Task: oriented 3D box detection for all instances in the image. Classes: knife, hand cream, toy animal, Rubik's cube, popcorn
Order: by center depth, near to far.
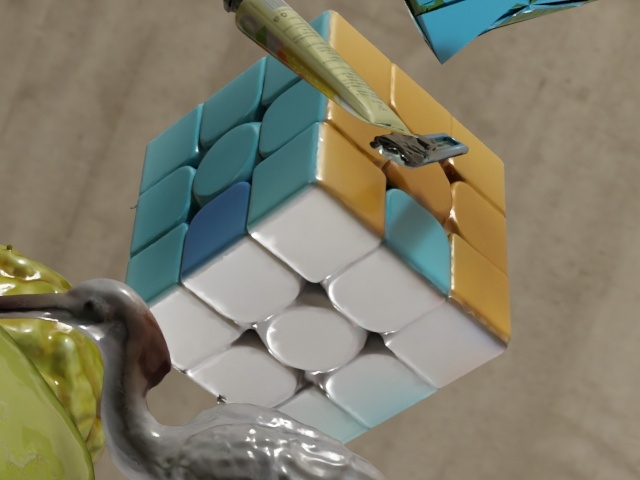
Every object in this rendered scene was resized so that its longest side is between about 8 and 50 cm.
[{"bbox_3d":[-0.002,-0.073,0.738,0.102,0.035,0.022,43,-77,25],"label":"hand cream"},{"bbox_3d":[-0.055,0.139,1.032,0.195,0.324,0.090,-24,-165,5],"label":"toy animal"},{"bbox_3d":[-0.306,0.127,1.531,0.282,0.282,0.247,-129,-133,-54],"label":"popcorn"},{"bbox_3d":[0.095,-0.086,1.627,0.026,0.044,0.296,-66,169,11],"label":"knife"},{"bbox_3d":[0.000,0.000,1.865,0.290,0.291,0.292,-33,-147,30],"label":"Rubik's cube"}]

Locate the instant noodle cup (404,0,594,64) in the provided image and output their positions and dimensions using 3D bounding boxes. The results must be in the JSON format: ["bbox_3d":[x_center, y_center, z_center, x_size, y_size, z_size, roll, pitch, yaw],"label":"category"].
[{"bbox_3d":[0.142,-0.278,1.512,0.178,0.240,0.240,-21,-131,10],"label":"instant noodle cup"}]

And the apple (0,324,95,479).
[{"bbox_3d":[-0.330,0.172,0.826,0.473,0.473,0.474,-32,-132,44],"label":"apple"}]
